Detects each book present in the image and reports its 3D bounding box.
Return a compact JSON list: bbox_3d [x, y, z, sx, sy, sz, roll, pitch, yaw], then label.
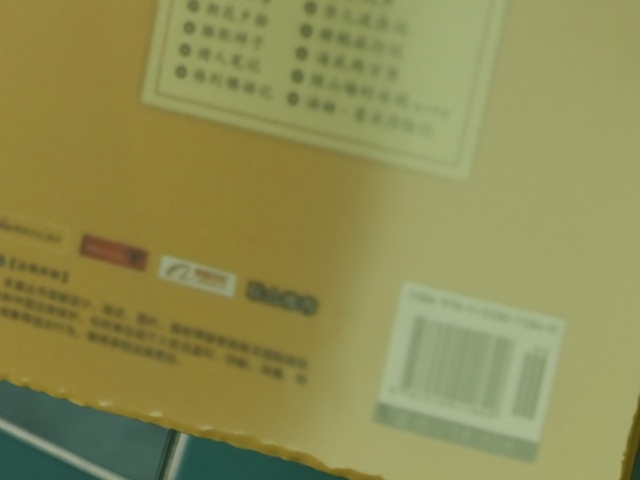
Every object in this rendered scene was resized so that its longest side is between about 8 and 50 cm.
[{"bbox_3d":[0.015,-0.114,0.663,0.269,0.032,0.389,16,100,15],"label":"book"}]
